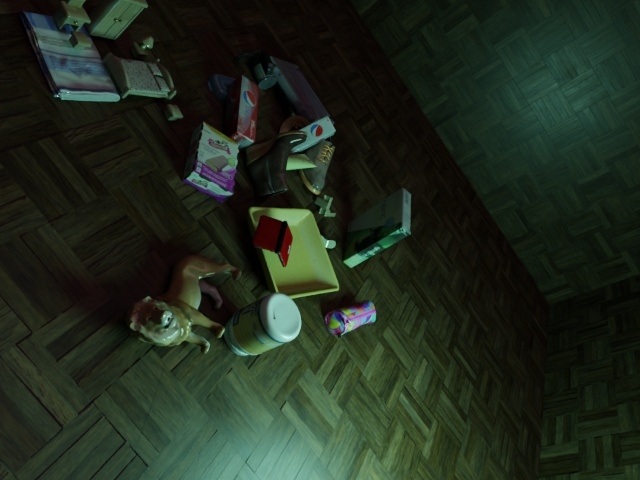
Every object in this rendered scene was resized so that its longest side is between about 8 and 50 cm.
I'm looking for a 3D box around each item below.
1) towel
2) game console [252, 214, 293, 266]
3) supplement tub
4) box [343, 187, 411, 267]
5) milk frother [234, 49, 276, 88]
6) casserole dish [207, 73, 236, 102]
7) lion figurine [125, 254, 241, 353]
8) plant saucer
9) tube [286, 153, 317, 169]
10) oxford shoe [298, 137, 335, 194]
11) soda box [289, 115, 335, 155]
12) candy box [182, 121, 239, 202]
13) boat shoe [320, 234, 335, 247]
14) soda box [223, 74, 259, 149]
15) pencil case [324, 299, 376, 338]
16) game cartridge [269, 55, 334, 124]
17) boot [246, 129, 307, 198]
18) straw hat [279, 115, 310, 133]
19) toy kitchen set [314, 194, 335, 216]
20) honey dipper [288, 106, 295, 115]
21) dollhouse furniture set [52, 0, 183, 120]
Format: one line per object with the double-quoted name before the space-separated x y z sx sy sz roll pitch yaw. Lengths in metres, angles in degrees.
"towel" -0.726 -0.533 1.475 0.209 0.034 0.284 -18 80 -55
"game console" -0.156 0.002 1.679 0.124 0.085 0.144 72 21 -44
"supplement tub" -0.170 0.247 1.463 0.144 0.200 0.144 31 44 -36
"box" 0.230 -0.050 2.064 0.058 0.322 0.232 35 42 -25
"milk frother" -0.274 -0.723 2.130 0.143 0.129 0.134 -20 79 -11
"casserole dish" -0.356 -0.593 1.972 0.188 0.037 0.114 -4 69 -51
"lion figurine" -0.367 0.149 1.375 0.240 0.142 0.392 34 28 -21
"plant saucer" -0.110 0.050 1.783 0.333 0.081 0.332 -2 67 -52
"tube" -0.121 -0.310 2.009 0.240 0.062 0.070 -15 93 -45
"oxford shoe" -0.011 -0.359 2.147 0.130 0.133 0.363 28 46 -38
"soda box" -0.050 -0.429 2.088 0.073 0.216 0.069 61 -6 0
"candy box" -0.363 -0.265 1.699 0.159 0.071 0.233 29 45 -36
"boat shoe" 0.000 0.000 1.987 0.137 0.049 0.043 14 14 -43
"soda box" -0.295 -0.479 1.890 0.092 0.084 0.263 24 57 -43
"pencil case" 0.118 0.287 1.880 0.236 0.104 0.104 -11 74 -54
"game cartridge" -0.096 -0.662 2.280 0.230 0.068 0.355 -15 70 -56
"boot" -0.144 -0.278 1.855 0.090 0.249 0.206 47 25 -76
"straw hat" -0.105 -0.451 2.150 0.144 0.145 0.061 60 -6 -1
"toy kitchen set" 0.026 -0.151 2.107 0.068 0.083 0.075 30 19 34
"honey dipper" -0.143 -0.633 2.269 0.031 0.030 0.160 1 63 -51
"dollhouse furniture set" -0.566 -0.563 1.536 0.355 0.174 0.303 61 28 4
